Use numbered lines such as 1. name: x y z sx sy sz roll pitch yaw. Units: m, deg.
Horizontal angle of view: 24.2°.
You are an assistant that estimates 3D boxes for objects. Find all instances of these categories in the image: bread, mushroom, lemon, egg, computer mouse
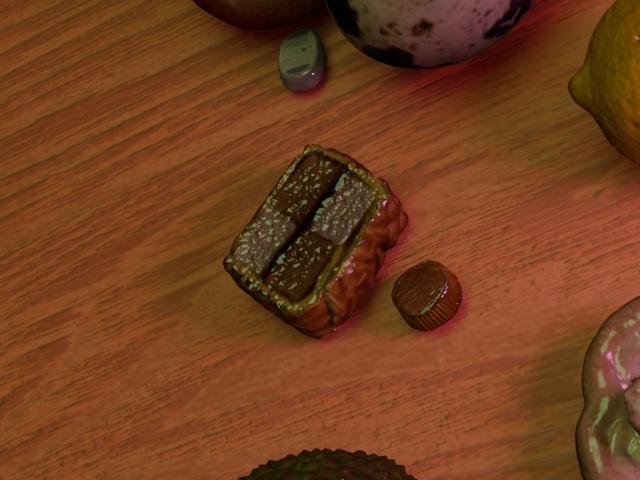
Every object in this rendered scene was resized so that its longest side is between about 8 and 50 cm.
1. bread: 0.000 0.000 1.865 0.181 0.096 0.222 28 78 33
2. mushroom: 0.381 0.180 1.562 0.278 0.146 0.278 -18 59 32
3. lemon: 0.413 -0.188 1.678 0.253 0.228 0.228 -15 60 29
4. bread: 0.131 0.068 1.794 0.085 0.053 0.085 -20 48 24
5. egg: 0.155 -0.390 1.868 0.287 0.287 0.379 14 67 31
6. computer mouse: -0.023 -0.241 2.030 0.066 0.039 0.096 -15 53 18

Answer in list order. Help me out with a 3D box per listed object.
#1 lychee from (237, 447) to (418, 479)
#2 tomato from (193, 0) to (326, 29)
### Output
1. lychee: -0.019 0.361 1.598 0.319 0.270 0.270 -16 58 -4
2. tomato: -0.084 -0.448 2.040 0.303 0.239 0.304 -14 59 24
